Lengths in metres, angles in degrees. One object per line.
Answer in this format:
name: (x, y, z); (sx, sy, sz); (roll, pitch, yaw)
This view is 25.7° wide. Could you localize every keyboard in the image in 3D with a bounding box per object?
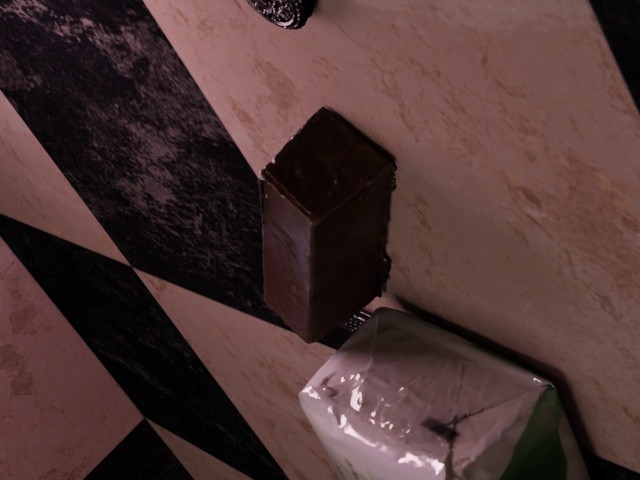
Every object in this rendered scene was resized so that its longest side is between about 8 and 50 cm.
keyboard: (0.042, 0.098, 1.730); (0.204, 0.013, 0.061); (22, 151, 47)

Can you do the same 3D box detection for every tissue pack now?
tissue pack: (0.161, 0.273, 1.581); (0.266, 0.194, 0.356); (25, 150, 45)

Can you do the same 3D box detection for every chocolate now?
chocolate: (0.000, 0.000, 1.482); (0.112, 0.112, 0.321); (41, 160, 18)

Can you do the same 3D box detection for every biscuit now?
biscuit: (-0.043, -0.225, 1.246); (0.087, 0.027, 0.089); (50, 160, -17)
